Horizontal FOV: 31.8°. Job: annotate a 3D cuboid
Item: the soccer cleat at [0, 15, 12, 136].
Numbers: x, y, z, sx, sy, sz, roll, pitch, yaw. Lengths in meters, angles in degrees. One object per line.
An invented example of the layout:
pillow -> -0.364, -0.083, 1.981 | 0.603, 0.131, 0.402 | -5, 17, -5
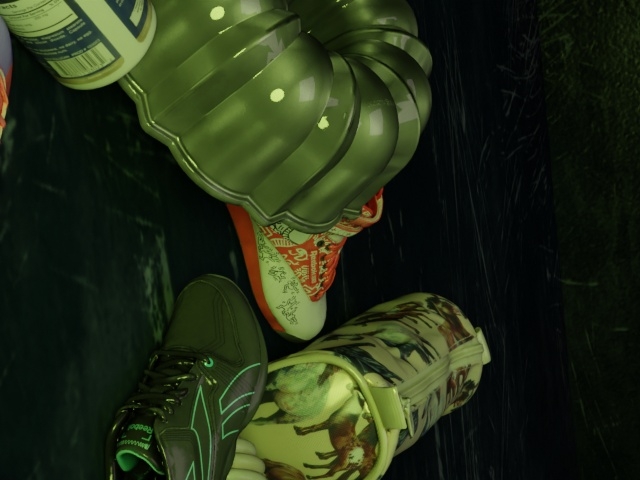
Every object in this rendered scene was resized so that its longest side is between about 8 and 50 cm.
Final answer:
soccer cleat -> -0.226, -0.050, 0.683 | 0.083, 0.095, 0.248 | 60, 35, -46

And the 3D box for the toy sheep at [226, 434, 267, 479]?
toy sheep -> -0.087, 0.221, 0.990 | 0.091, 0.091, 0.132 | 43, 35, -58

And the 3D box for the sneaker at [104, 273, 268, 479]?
sneaker -> -0.112, 0.145, 0.922 | 0.106, 0.101, 0.267 | 42, 48, -53

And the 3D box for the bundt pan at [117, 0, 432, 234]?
bundt pan -> -0.025, -0.177, 0.960 | 0.331, 0.124, 0.331 | 29, 45, -34

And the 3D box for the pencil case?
pencil case -> 0.064, 0.162, 1.228 | 0.410, 0.183, 0.160 | -16, 102, -67

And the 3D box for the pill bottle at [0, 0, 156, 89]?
pill bottle -> -0.193, -0.189, 0.779 | 0.169, 0.094, 0.094 | 52, 41, -54

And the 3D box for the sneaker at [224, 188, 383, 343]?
sneaker -> -0.001, 0.000, 1.142 | 0.090, 0.145, 0.270 | -65, 144, -48
